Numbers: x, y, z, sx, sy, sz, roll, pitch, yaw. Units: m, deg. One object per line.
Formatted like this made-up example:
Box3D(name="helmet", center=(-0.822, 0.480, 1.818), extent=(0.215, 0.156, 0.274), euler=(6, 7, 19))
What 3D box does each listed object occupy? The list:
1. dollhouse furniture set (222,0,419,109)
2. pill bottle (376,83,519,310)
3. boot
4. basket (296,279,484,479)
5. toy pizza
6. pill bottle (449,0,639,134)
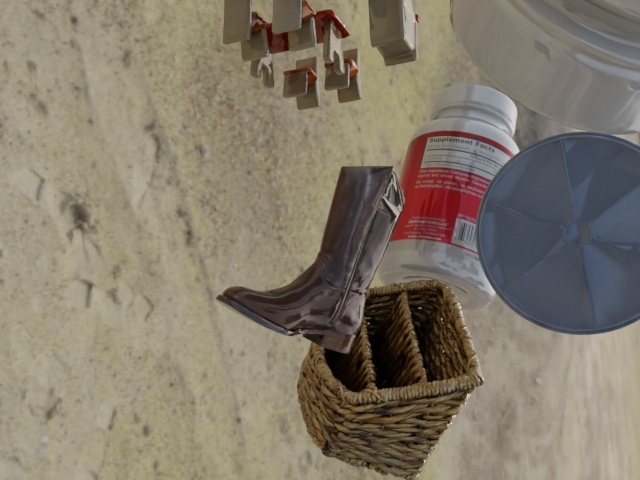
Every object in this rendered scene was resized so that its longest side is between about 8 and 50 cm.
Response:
Box3D(name="dollhouse furniture set", center=(0.013, -0.321, 1.101), extent=(0.262, 0.259, 0.135), euler=(27, 59, -65))
Box3D(name="pill bottle", center=(0.262, -0.088, 1.429), extent=(0.229, 0.229, 0.408), euler=(46, 55, -53))
Box3D(name="boot", center=(0.000, 0.000, 0.422), extent=(0.106, 0.037, 0.114), euler=(24, 86, -45))
Box3D(name="basket", center=(0.094, 0.184, 1.166), extent=(0.299, 0.213, 0.223), euler=(-90, -157, -63))
Box3D(name="toy pizza", center=(0.257, -0.007, 0.732), extent=(0.032, 0.201, 0.201), euler=(0, 85, -69))
Box3D(name="pill bottle", center=(0.229, -0.258, 0.395), extent=(0.392, 0.224, 0.224), euler=(113, -6, -52))
